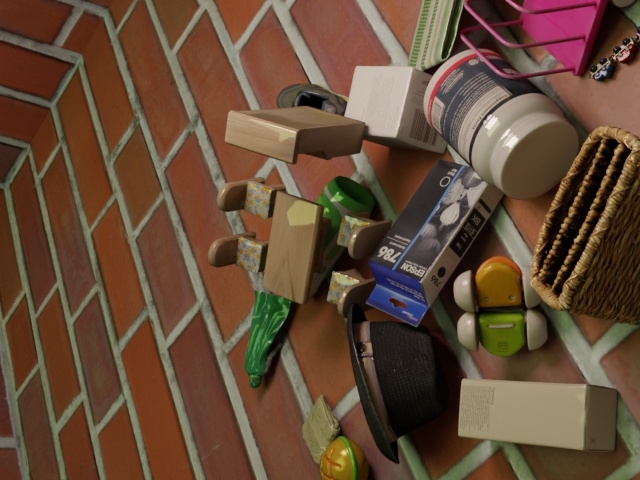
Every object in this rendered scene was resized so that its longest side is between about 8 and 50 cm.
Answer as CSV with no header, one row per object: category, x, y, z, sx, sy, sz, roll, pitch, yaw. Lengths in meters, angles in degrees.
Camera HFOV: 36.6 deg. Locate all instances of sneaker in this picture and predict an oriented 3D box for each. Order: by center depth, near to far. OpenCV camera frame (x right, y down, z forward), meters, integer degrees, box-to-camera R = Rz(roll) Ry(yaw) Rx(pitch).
sneaker,-0.023,-0.331,2.328,0.300,0.121,0.111,21,96,51

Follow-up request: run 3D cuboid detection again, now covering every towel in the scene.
towel,0.246,-0.465,1.987,0.325,0.038,0.247,-161,85,-82
towel,-0.002,0.418,2.136,0.110,0.027,0.148,-66,23,15

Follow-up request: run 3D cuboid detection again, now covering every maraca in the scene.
maraca,0.046,0.490,2.036,0.185,0.099,0.127,104,156,-45

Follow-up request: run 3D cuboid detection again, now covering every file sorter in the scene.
file sorter,0.384,-0.461,1.736,0.202,0.182,0.290,-123,30,-41

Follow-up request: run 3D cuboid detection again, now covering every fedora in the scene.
fedora,0.161,0.261,1.883,0.153,0.334,0.334,-16,62,8

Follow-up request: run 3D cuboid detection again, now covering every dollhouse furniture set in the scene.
dollhouse furniture set,-0.068,-0.063,1.996,0.362,0.256,0.394,20,110,31

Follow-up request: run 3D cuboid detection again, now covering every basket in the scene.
basket,0.449,-0.039,1.593,0.213,0.223,0.299,38,110,49

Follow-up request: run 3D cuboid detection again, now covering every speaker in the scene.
speaker,0.000,0.000,2.204,0.296,0.131,0.131,-55,43,25

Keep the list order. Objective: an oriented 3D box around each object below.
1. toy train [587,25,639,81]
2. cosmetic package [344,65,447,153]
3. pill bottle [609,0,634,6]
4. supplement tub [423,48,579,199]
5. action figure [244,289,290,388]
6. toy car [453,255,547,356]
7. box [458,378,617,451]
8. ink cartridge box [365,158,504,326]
toy train,0.542,-0.334,1.720,0.158,0.027,0.036,-41,61,35
cosmetic package,0.168,-0.279,2.057,0.184,0.151,0.151,15,91,50
pill bottle,0.517,-0.483,1.751,0.078,0.078,0.137,-56,43,24
supplement tub,0.333,-0.220,1.808,0.191,0.191,0.272,-58,43,22
action figure,-0.137,0.245,2.348,0.137,0.063,0.232,11,84,49
toy car,0.330,0.116,1.765,0.159,0.136,0.182,-4,105,13
box,0.373,0.302,1.688,0.275,0.094,0.113,-4,77,50
ink cartridge box,0.212,-0.002,1.903,0.165,0.065,0.332,21,74,50
